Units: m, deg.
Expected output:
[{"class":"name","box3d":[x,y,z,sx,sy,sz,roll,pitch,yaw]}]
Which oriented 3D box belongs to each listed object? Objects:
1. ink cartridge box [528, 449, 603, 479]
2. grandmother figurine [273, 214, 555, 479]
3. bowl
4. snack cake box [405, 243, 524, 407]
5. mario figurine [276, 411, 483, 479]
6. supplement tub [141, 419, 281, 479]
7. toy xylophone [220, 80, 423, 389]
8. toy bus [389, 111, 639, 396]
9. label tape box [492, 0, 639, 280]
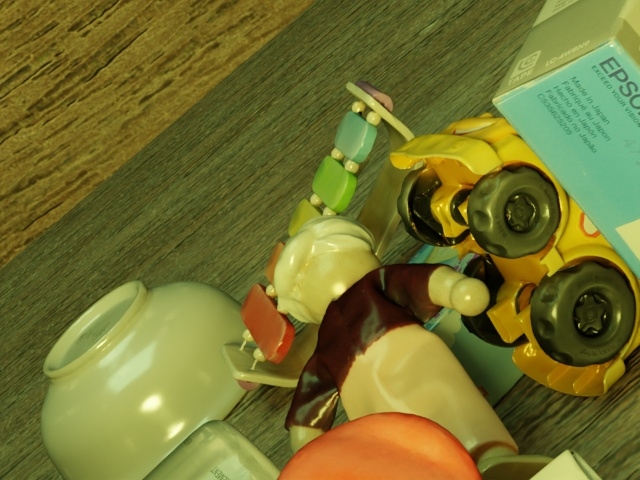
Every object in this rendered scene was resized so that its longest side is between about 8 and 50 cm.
[{"class":"ink cartridge box","box3d":[0.087,0.267,0.866,0.278,0.201,0.117,-40,17,3]},{"class":"grandmother figurine","box3d":[0.049,0.099,1.363,0.208,0.104,0.342,-40,40,10]},{"class":"bowl","box3d":[-0.199,0.137,1.976,0.298,0.134,0.298,-37,17,13]},{"class":"snack cake box","box3d":[0.135,0.045,1.532,0.264,0.089,0.152,-46,16,-13]},{"class":"mario figurine","box3d":[0.035,0.208,1.039,0.198,0.170,0.320,-27,-19,6]},{"class":"supplement tub","box3d":[-0.119,0.294,1.285,0.316,0.193,0.193,-44,17,-7]},{"class":"toy xylophone","box3d":[0.000,0.000,1.832,0.323,0.081,0.236,-66,14,-1]},{"class":"toy bus","box3d":[0.191,-0.027,1.382,0.211,0.220,0.149,-39,18,-14]},{"class":"label tape box","box3d":[0.287,-0.123,1.333,0.115,0.249,0.348,-26,22,43]}]
